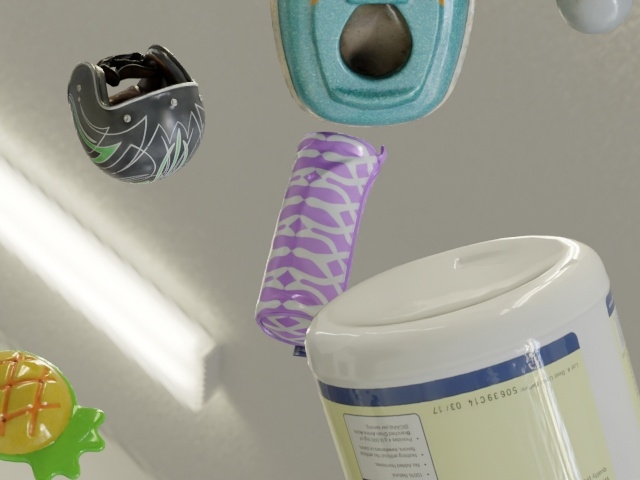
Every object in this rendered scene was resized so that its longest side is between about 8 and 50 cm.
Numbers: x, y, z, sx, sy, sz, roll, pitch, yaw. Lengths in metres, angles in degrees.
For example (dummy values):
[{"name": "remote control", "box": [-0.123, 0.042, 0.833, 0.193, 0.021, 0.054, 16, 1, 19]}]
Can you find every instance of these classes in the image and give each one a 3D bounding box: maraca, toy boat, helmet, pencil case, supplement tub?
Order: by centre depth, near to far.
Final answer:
[{"name": "supplement tub", "box": [0.140, 0.182, 1.071, 0.235, 0.235, 0.325, 0, -70, 56]}, {"name": "toy boat", "box": [0.113, -0.225, 1.249, 0.148, 0.318, 0.268, -95, 180, -61]}, {"name": "pencil case", "box": [0.000, 0.000, 1.293, 0.088, 0.206, 0.086, 5, -21, 17]}, {"name": "maraca", "box": [-0.325, 0.193, 1.538, 0.185, 0.127, 0.099, 33, -26, 15]}, {"name": "helmet", "box": [-0.222, -0.150, 1.713, 0.161, 0.169, 0.169, 51, -24, 25]}]
